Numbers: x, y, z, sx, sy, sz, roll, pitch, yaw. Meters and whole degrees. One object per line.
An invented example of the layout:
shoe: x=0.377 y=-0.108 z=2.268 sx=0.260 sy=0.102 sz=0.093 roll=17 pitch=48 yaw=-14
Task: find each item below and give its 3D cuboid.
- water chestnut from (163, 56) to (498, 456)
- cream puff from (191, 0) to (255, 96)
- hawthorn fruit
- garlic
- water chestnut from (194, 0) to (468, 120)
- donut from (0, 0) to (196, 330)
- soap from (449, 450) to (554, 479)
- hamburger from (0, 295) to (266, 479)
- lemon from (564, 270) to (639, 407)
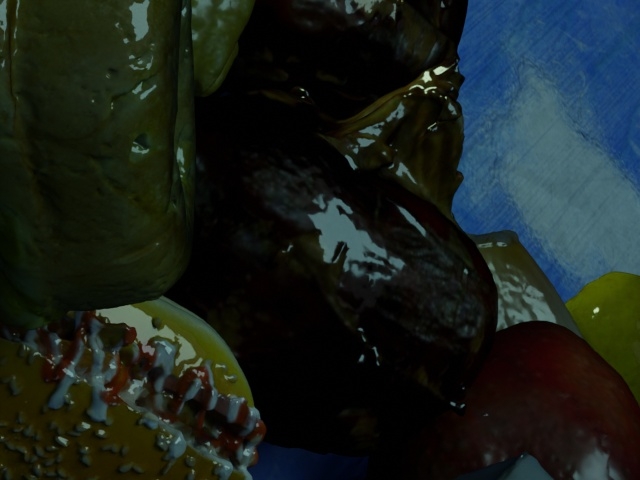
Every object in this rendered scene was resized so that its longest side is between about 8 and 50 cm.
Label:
water chestnut: x=0.000 y=0.000 z=1.559 sx=0.335 sy=0.335 sz=0.347 roll=32 pitch=90 yaw=-38
cream puff: x=-0.176 y=-0.148 z=1.433 sx=0.274 sy=0.323 sz=0.269 roll=-4 pitch=81 yaw=-23
hawthorn fruit: x=0.171 y=0.196 z=1.720 sx=0.265 sy=0.265 sz=0.307 roll=48 pitch=38 yaw=-23
garlic: x=0.199 y=0.137 z=1.920 sx=0.143 sy=0.112 sz=0.318 roll=-18 pitch=85 yaw=-30
water chestnut: x=-0.023 y=-0.181 z=1.714 sx=0.300 sy=0.300 sz=0.300 roll=30 pitch=48 yaw=-39
donut: x=-0.139 y=-0.084 z=1.166 sx=0.261 sy=0.128 sz=0.208 roll=90 pitch=1 yaw=-45
soap: x=0.137 y=0.403 z=1.478 sx=0.435 sy=0.350 sz=0.213 roll=60 pitch=36 yaw=-2
hamburger: x=-0.186 y=0.114 z=1.327 sx=0.295 sy=0.227 sz=0.151 roll=28 pitch=18 yaw=-25
lemon: x=0.316 y=0.134 z=2.025 sx=0.170 sy=0.170 sz=0.207 roll=-30 pitch=95 yaw=-55
